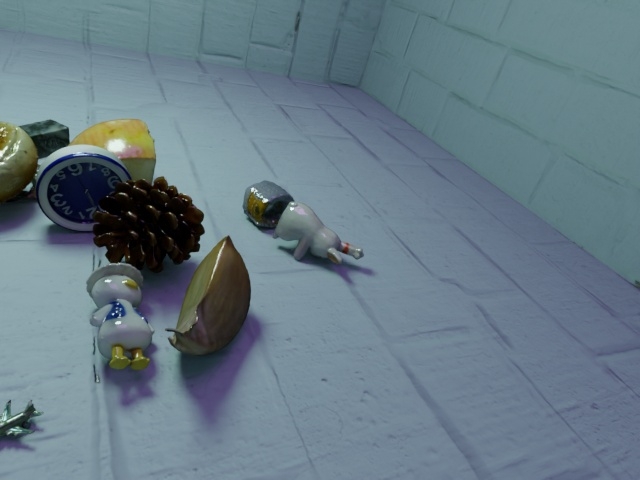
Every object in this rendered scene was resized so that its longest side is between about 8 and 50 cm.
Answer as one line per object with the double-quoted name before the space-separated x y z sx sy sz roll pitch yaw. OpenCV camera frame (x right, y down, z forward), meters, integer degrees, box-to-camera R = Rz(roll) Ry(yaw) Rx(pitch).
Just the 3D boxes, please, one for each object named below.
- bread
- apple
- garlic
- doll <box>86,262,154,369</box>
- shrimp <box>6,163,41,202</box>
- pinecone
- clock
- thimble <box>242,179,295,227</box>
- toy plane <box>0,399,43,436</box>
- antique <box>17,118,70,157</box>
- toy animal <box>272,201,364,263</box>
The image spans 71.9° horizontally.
"bread" -0.905 -0.191 1.158 0.305 0.159 0.305 1 52 -1
"apple" -0.648 -0.241 1.368 0.314 0.252 0.309 -34 55 -6
"garlic" -0.258 0.146 0.953 0.151 0.196 0.338 4 32 9
"doll" -0.422 0.150 0.933 0.138 0.119 0.293 26 19 -43
"shrimp" -0.910 -0.182 1.283 0.262 0.051 0.198 16 31 -7
"pinecone" -0.430 -0.037 1.086 0.264 0.264 0.264 13 31 -8
"clock" -0.625 -0.137 1.177 0.230 0.230 0.083 -6 37 -34
"thimble" -0.175 -0.121 1.474 0.151 0.127 0.118 -16 43 -43
"toy plane" -0.509 0.302 0.729 0.080 0.033 0.083 33 41 22
"antique" -0.945 -0.334 1.470 0.086 0.088 0.183 24 33 12
"toy animal" -0.013 0.003 1.375 0.282 0.138 0.140 42 41 -3
